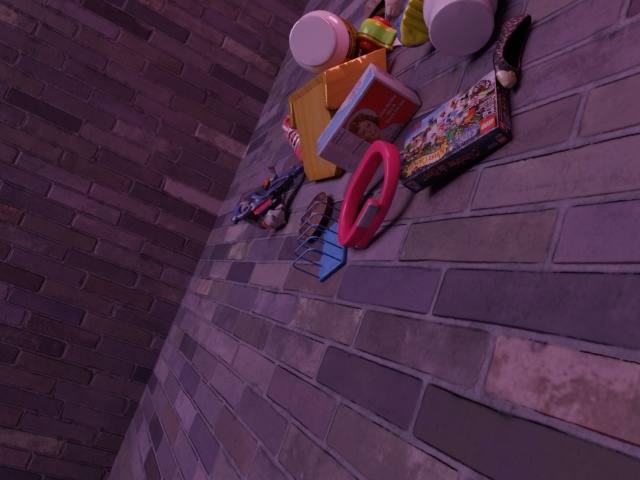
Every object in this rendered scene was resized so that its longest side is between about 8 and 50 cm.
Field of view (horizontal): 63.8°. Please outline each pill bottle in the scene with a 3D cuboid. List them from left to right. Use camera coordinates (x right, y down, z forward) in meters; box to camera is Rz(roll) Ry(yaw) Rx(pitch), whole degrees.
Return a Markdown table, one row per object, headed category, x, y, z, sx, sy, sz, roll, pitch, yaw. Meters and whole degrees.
| category | x | y | z | sx | sy | sz | roll | pitch | yaw |
| --- | --- | --- | --- | --- | --- | --- | --- | --- | --- |
| pill bottle | 0.013 | -0.633 | 1.656 | 0.188 | 0.188 | 0.334 | -56 | -1 | 22 |
| pill bottle | 0.313 | -0.556 | 1.163 | 0.160 | 0.160 | 0.283 | -42 | 32 | 47 |

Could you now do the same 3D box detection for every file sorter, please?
| category | x | y | z | sx | sy | sz | roll | pitch | yaw |
| --- | --- | --- | --- | --- | --- | --- | --- | --- | --- |
| file sorter | 0.000 | 0.000 | 1.378 | 0.118 | 0.105 | 0.170 | -43 | 31 | 46 |

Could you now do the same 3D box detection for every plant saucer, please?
| category | x | y | z | sx | sy | sz | roll | pitch | yaw |
| --- | --- | --- | --- | --- | --- | --- | --- | --- | --- |
| plant saucer | -0.014 | -0.071 | 1.597 | 0.168 | 0.029 | 0.168 | -49 | 27 | 36 |

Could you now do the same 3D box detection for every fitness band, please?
| category | x | y | z | sx | sy | sz | roll | pitch | yaw |
| --- | --- | --- | --- | --- | --- | --- | --- | --- | --- |
| fitness band | 0.113 | -0.105 | 1.242 | 0.290 | 0.054 | 0.209 | 119 | 162 | -48 |

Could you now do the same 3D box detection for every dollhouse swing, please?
| category | x | y | z | sx | sy | sz | roll | pitch | yaw |
| --- | --- | --- | --- | --- | --- | --- | --- | --- | --- |
| dollhouse swing | 0.077 | -0.398 | 1.697 | 0.315 | 0.304 | 0.347 | -27 | 11 | -19 |

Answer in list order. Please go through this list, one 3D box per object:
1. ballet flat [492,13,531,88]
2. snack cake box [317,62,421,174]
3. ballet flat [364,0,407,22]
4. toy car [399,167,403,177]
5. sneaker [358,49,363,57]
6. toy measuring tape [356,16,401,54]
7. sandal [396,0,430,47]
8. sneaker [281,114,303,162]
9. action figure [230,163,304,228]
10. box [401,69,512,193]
| category | x | y | z | sx | sy | sz | roll | pitch | yaw |
| --- | --- | --- | --- | --- | --- | --- | --- | --- | --- |
| ballet flat | 0.363 | -0.362 | 0.974 | 0.049 | 0.057 | 0.173 | -19 | 50 | 55 |
| snack cake box | 0.121 | -0.309 | 1.361 | 0.264 | 0.152 | 0.089 | -51 | 25 | 32 |
| ballet flat | 0.237 | -0.788 | 1.717 | 0.316 | 0.108 | 0.106 | -169 | 83 | -74 |
| toy car | 0.207 | -0.156 | 1.178 | 0.122 | 0.060 | 0.040 | -94 | -13 | -81 |
| sneaker | 0.106 | -0.663 | 1.927 | 0.221 | 0.087 | 0.128 | -23 | 31 | 57 |
| toy measuring tape | 0.193 | -0.652 | 1.622 | 0.121 | 0.121 | 0.330 | -63 | 21 | 6 |
| sandal | 0.299 | -0.651 | 1.378 | 0.317 | 0.126 | 0.138 | -58 | 17 | -5 |
| sneaker | -0.090 | -0.392 | 1.980 | 0.116 | 0.136 | 0.313 | -56 | 23 | 26 |
| action figure | -0.177 | -0.164 | 1.994 | 0.341 | 0.178 | 0.330 | -33 | 35 | 6 |
| box | 0.264 | -0.211 | 1.022 | 0.233 | 0.044 | 0.159 | -30 | 39 | 44 |
